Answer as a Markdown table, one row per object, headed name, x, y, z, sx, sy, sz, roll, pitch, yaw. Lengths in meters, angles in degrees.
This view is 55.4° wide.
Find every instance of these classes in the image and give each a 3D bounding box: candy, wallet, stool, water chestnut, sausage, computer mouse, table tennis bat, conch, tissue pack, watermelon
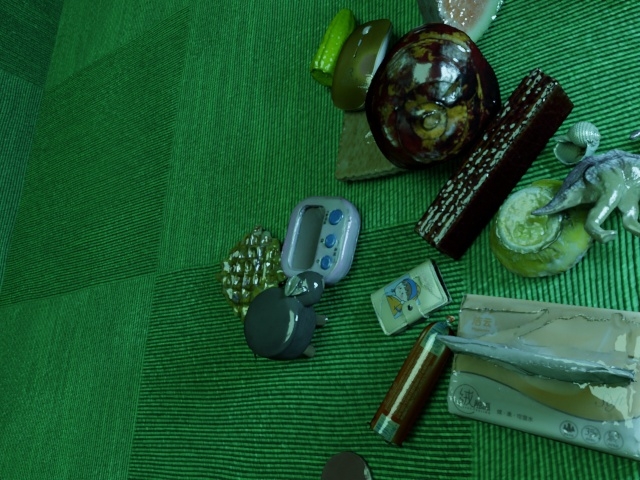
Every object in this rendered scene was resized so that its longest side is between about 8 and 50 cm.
| name | x | y | z | sx | sy | sz | roll | pitch | yaw |
| --- | --- | --- | --- | --- | --- | --- | --- | --- | --- |
| candy | 0.042 | -0.498 | 1.558 | 0.096 | 0.096 | 0.210 | 8 | 76 | 41 |
| wallet | 0.181 | 0.117 | 1.243 | 0.155 | 0.039 | 0.110 | -36 | 53 | 25 |
| stool | -0.059 | 0.179 | 1.349 | 0.228 | 0.139 | 0.153 | -35 | 55 | 26 |
| water chestnut | 0.212 | -0.281 | 1.212 | 0.244 | 0.289 | 0.289 | 19 | 86 | 41 |
| sausage | 0.187 | 0.259 | 1.162 | 0.083 | 0.083 | 0.264 | 31 | 93 | 42 |
| computer mouse | 0.097 | -0.426 | 1.457 | 0.125 | 0.056 | 0.245 | 9 | 76 | 42 |
| table tennis bat | 0.057 | 0.538 | 1.199 | 0.131 | 0.022 | 0.235 | -25 | 58 | 30 |
| conch | 0.469 | -0.175 | 1.106 | 0.085 | 0.056 | 0.076 | 177 | 93 | -72 |
| tissue pack | 0.349 | 0.200 | 0.948 | 0.305 | 0.238 | 0.239 | 4 | 76 | 41 |
| watermelon | 0.289 | -0.566 | 1.308 | 0.193 | 0.231 | 0.311 | -105 | 33 | -70 |

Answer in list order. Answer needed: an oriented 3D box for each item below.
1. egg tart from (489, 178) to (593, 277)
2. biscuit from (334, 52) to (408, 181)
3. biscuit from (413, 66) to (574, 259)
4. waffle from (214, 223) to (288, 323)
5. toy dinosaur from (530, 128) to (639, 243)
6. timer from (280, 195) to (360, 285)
| name | x | y | z | sx | sy | sz | roll | pitch | yaw |
| --- | --- | --- | --- | --- | --- | --- | --- | --- | --- |
| egg tart | 0.389 | -0.024 | 1.100 | 0.197 | 0.078 | 0.197 | -15 | 66 | 37 |
| biscuit | 0.141 | -0.295 | 1.426 | 0.217 | 0.044 | 0.325 | -8 | 66 | 40 |
| biscuit | 0.333 | -0.140 | 1.169 | 0.073 | 0.107 | 0.388 | 42 | 101 | 40 |
| waffle | -0.178 | 0.075 | 1.545 | 0.223 | 0.054 | 0.204 | -47 | 50 | 17 |
| toy dinosaur | 0.504 | -0.088 | 0.998 | 0.294 | 0.077 | 0.162 | -23 | 53 | -7 |
| timer | 0.000 | 0.000 | 1.417 | 0.190 | 0.069 | 0.209 | 5 | 78 | 41 |
